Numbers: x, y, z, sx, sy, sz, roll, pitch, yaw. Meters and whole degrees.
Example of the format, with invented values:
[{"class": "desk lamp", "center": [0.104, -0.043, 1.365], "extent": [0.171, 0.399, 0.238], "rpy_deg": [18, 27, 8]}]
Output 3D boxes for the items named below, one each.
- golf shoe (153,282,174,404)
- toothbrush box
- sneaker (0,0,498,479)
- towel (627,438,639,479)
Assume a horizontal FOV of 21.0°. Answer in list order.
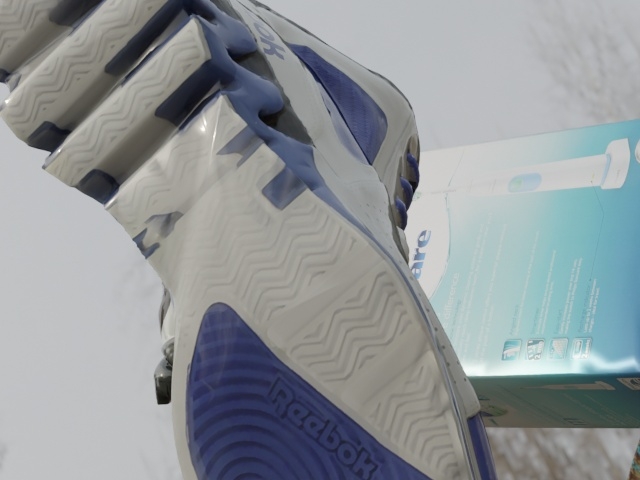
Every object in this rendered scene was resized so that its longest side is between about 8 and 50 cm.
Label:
[{"class": "golf shoe", "center": [-0.031, 0.028, 0.920], "extent": [0.077, 0.094, 0.198], "rpy_deg": [-5, 5, 14]}, {"class": "toothbrush box", "center": [0.193, 0.032, 1.382], "extent": [0.295, 0.216, 0.126], "rpy_deg": [-6, -29, 44]}, {"class": "sneaker", "center": [-0.001, -0.001, 0.736], "extent": [0.127, 0.315, 0.182], "rpy_deg": [-37, -19, 25]}, {"class": "towel", "center": [0.237, 0.184, 0.523], "extent": [0.040, 0.370, 0.271], "rpy_deg": [0, -73, -50]}]
